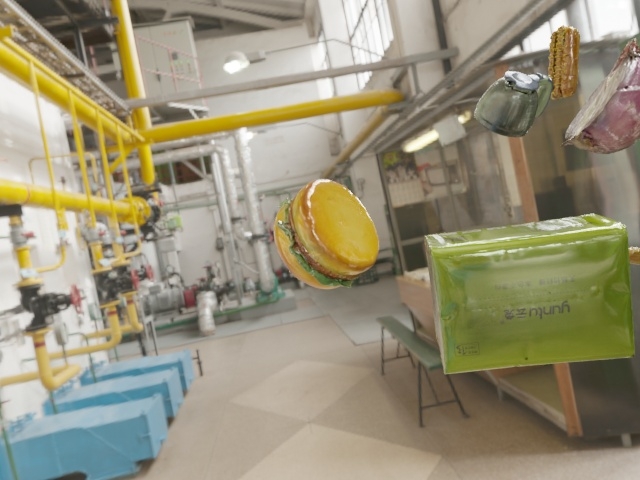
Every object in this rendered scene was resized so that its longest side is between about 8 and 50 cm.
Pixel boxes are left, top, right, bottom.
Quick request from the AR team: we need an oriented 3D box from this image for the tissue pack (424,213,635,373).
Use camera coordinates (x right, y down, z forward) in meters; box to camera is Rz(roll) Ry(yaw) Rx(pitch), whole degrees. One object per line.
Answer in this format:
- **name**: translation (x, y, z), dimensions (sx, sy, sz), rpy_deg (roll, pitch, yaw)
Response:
- **tissue pack**: translation (0.315, 0.079, 0.859), dimensions (0.275, 0.200, 0.167), rpy_deg (-7, 9, 9)

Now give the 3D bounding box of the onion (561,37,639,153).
- **onion**: translation (0.846, -0.385, 1.510), dimensions (0.159, 0.348, 0.267), rpy_deg (32, -1, 1)

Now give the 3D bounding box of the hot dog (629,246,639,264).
- **hot dog**: translation (0.621, 0.029, 1.020), dimensions (0.137, 0.028, 0.044), rpy_deg (-1, -44, -12)

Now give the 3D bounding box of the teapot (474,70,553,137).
- **teapot**: translation (0.382, -0.263, 1.047), dimensions (0.149, 0.108, 0.111), rpy_deg (9, 44, -8)

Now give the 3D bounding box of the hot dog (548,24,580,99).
- **hot dog**: translation (0.557, -0.409, 1.256), dimensions (0.045, 0.164, 0.071), rpy_deg (-2, 7, -22)

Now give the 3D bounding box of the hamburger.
- **hamburger**: translation (0.000, -0.002, 1.179), dimensions (0.170, 0.246, 0.246), rpy_deg (-35, -14, 38)
